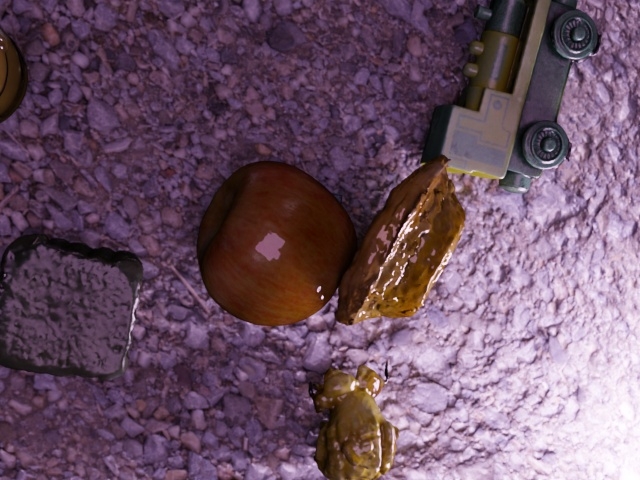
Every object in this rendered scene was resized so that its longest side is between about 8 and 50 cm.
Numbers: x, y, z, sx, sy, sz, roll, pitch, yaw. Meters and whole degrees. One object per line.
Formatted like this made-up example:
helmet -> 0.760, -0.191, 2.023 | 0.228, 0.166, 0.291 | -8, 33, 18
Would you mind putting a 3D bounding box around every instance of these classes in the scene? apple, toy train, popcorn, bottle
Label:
apple -> -0.066, 0.011, 1.525 | 0.264, 0.264, 0.264 | -2, 97, -15
toy train -> 0.333, -0.276, 1.663 | 0.237, 0.150, 0.369 | 14, 91, -11
popcorn -> 0.059, 0.323, 1.659 | 0.174, 0.168, 0.195 | -16, 64, 3
bottle -> -0.499, -0.235, 1.324 | 0.172, 0.351, 0.171 | -2, 98, -16

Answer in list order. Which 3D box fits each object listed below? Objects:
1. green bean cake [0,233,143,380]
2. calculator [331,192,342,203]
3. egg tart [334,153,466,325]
green bean cake -> -0.404, 0.102, 1.512 | 0.227, 0.125, 0.222 | 10, 96, -15
calculator -> 0.000, 0.000, 1.666 | 0.057, 0.018, 0.172 | 8, 93, -18
egg tart -> 0.144, 0.014, 1.542 | 0.129, 0.341, 0.341 | 29, 88, 11
